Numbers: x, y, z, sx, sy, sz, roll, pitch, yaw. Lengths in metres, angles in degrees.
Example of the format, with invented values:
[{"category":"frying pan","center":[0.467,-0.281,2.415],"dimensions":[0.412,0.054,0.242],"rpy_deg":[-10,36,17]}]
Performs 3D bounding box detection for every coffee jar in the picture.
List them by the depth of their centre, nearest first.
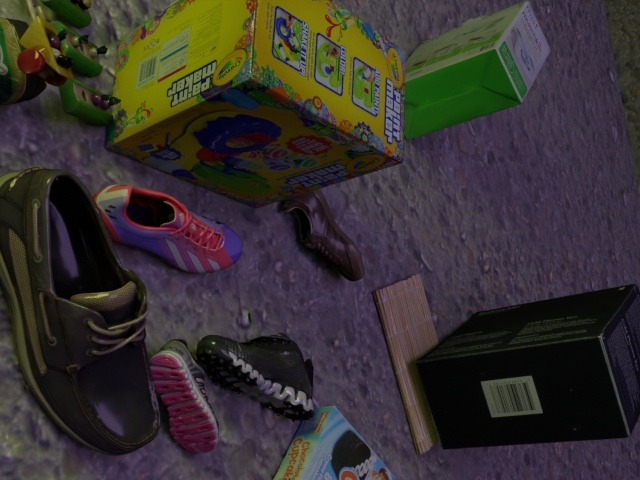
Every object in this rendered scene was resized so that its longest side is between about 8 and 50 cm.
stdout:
[{"category":"coffee jar","center":[-0.397,-0.194,0.821],"dimensions":[0.184,0.079,0.096],"rpy_deg":[-16,90,-49]}]

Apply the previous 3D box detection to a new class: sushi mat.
[{"category":"sushi mat","center":[0.186,0.227,1.411],"dimensions":[0.151,0.019,0.316],"rpy_deg":[-18,93,-50]}]

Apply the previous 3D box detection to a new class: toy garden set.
[{"category":"toy garden set","center":[-0.303,-0.273,0.891],"dimensions":[0.204,0.049,0.244],"rpy_deg":[4,73,-84]}]

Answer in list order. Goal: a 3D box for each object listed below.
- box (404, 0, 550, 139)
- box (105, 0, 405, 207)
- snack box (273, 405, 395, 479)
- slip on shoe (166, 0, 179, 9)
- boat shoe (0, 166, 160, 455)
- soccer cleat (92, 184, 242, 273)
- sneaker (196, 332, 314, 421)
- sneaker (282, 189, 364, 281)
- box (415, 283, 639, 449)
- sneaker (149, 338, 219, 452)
[{"category":"box","center":[0.289,-0.341,1.503],"dimensions":[0.126,0.262,0.231],"rpy_deg":[58,43,-21]},{"category":"box","center":[-0.082,-0.192,1.016],"dimensions":[0.279,0.290,0.177],"rpy_deg":[20,65,-43]},{"category":"snack box","center":[-0.010,0.428,1.099],"dimensions":[0.187,0.060,0.322],"rpy_deg":[53,46,-25]},{"category":"slip on shoe","center":[-0.115,-0.330,1.169],"dimensions":[0.331,0.123,0.101],"rpy_deg":[-11,65,-49]},{"category":"boat shoe","center":[-0.268,0.084,0.849],"dimensions":[0.132,0.130,0.355],"rpy_deg":[-35,106,-47]},{"category":"soccer cleat","center":[-0.187,-0.014,0.996],"dimensions":[0.248,0.095,0.083],"rpy_deg":[22,63,-43]},{"category":"sneaker","center":[-0.086,0.172,1.078],"dimensions":[0.234,0.078,0.106],"rpy_deg":[40,49,-39]},{"category":"sneaker","center":[0.000,0.000,1.243],"dimensions":[0.071,0.066,0.188],"rpy_deg":[-39,104,-29]},{"category":"box","center":[0.409,0.231,1.393],"dimensions":[0.312,0.343,0.178],"rpy_deg":[-23,97,-54]},{"category":"sneaker","center":[-0.170,0.198,0.978],"dimensions":[0.074,0.063,0.170],"rpy_deg":[-80,154,-61]}]
